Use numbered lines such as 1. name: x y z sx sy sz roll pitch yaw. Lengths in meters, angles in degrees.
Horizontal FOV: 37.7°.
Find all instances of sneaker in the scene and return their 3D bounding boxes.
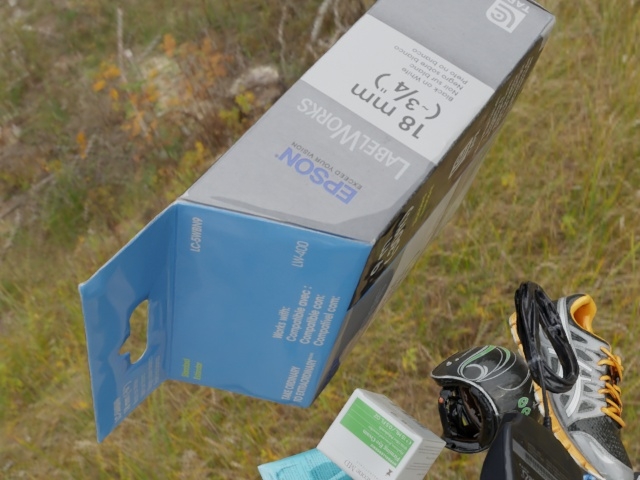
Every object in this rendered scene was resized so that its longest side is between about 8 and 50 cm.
1. sneaker: 0.248 0.135 0.882 0.083 0.084 0.215 -32 46 18

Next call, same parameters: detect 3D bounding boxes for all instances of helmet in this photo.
1. helmet: 0.252 0.235 1.412 0.169 0.169 0.161 27 30 33

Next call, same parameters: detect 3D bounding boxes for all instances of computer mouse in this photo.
1. computer mouse: 0.119 0.107 0.547 0.041 0.071 0.242 -37 16 30

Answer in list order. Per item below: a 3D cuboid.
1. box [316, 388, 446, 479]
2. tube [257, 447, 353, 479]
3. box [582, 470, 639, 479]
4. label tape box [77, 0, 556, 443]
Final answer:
1. box: 0.071 0.237 1.084 0.101 0.102 0.087 35 92 27
2. tube: 0.021 0.317 1.326 0.207 0.052 0.080 -19 60 -18
3. box: 0.345 0.418 1.097 0.295 0.293 0.073 -3 11 15
4. label tape box: 0.000 0.000 0.619 0.106 0.240 0.334 34 60 11
